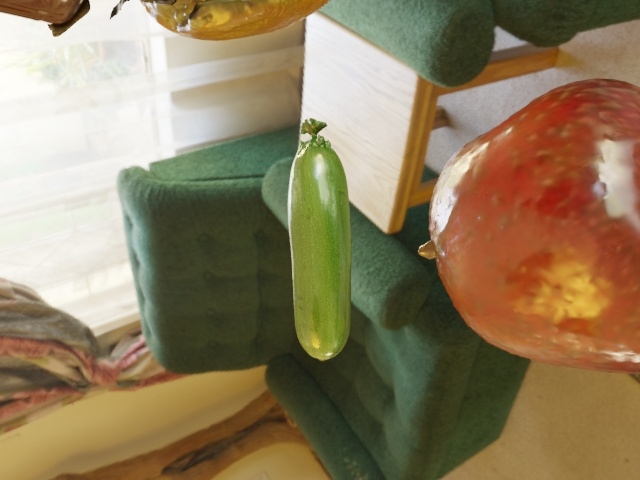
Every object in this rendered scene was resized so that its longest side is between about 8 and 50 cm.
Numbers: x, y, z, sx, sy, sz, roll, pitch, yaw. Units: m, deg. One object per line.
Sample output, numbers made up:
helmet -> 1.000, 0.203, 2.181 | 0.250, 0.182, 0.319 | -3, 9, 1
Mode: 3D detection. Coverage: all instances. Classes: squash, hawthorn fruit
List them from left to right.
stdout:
squash -> 0.000, 0.000, 0.917 | 0.101, 0.101, 0.379 | -2, 90, 61
hawthorn fruit -> 0.234, -0.006, 0.559 | 0.299, 0.275, 0.275 | -10, 100, 32

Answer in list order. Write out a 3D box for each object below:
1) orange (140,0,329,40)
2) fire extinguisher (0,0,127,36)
orange -> -0.040, -0.188, 0.352 | 0.112, 0.170, 0.160 | 70, -157, -72
fire extinguisher -> -0.227, -0.188, 0.355 | 0.105, 0.269, 0.105 | -6, 83, 54
